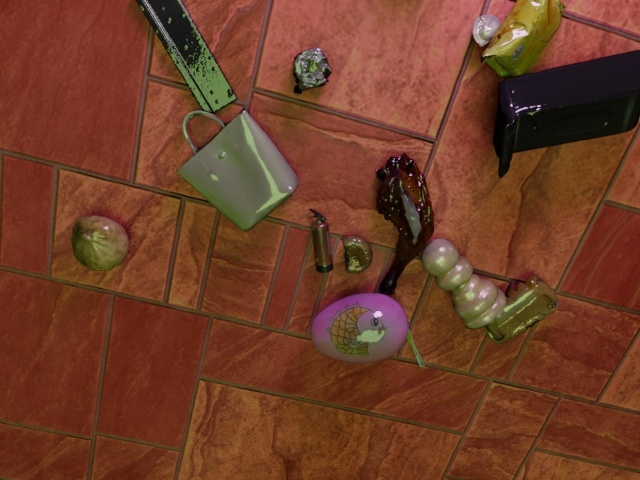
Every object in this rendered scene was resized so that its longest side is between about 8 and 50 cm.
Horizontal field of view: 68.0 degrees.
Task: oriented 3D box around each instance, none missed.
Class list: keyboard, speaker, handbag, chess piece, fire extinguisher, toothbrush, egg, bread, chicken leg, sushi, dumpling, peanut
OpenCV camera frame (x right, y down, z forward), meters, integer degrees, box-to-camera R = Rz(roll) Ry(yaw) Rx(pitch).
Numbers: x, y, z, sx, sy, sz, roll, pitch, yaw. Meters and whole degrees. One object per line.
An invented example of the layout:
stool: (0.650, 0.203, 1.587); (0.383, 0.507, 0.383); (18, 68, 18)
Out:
keyboard: (-0.319, -0.453, 1.130); (0.101, 0.018, 0.310); (-28, 109, 8)
speaker: (0.575, -0.286, 1.097); (0.388, 0.184, 0.180); (-12, 134, 3)
handbag: (-0.223, -0.190, 1.184); (0.241, 0.109, 0.315); (-39, 108, 11)
chess piece: (0.379, 0.107, 1.302); (0.142, 0.143, 0.261); (-39, 103, 13)
fire extinguisher: (0.000, 0.000, 1.299); (0.062, 0.050, 0.177); (9, 116, 37)
toothbrush: (0.262, 0.284, 1.423); (0.022, 0.026, 0.263); (-21, 110, 14)
egg: (0.108, 0.248, 1.320); (0.271, 0.196, 0.196); (-22, 110, 17)
bread: (0.562, 0.196, 1.363); (0.225, 0.081, 0.134); (-37, 110, 15)
chicken leg: (0.223, -0.029, 1.267); (0.158, 0.096, 0.407); (1, 114, 4)
sushi: (-0.027, -0.401, 1.120); (0.098, 0.084, 0.094); (-16, 109, 2)
dumpling: (0.386, -0.493, 1.104); (0.076, 0.052, 0.057); (-40, 120, 16)
peanut: (-0.585, 0.008, 1.262); (0.140, 0.109, 0.159); (17, 122, 4)
bread: (0.102, 0.036, 1.306); (0.082, 0.060, 0.113); (-2, 113, 1)

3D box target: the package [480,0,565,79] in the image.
package: (0.464, -0.473, 1.076); (0.168, 0.090, 0.226); (11, 116, -47)
